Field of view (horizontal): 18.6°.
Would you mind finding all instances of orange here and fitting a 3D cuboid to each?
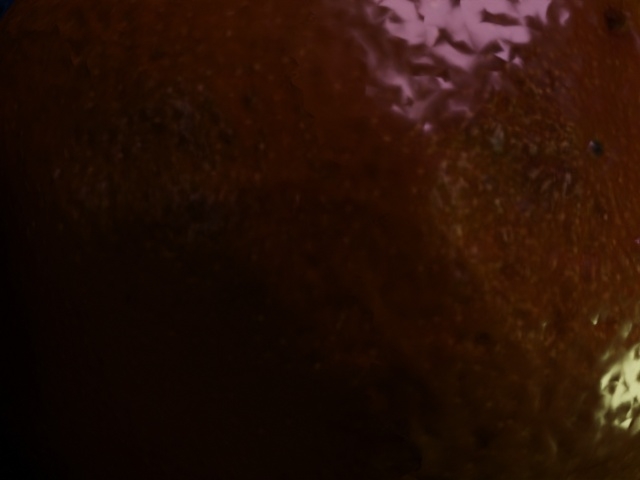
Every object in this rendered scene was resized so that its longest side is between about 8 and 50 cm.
[{"bbox_3d":[0.000,0.000,0.642,0.264,0.264,0.264,27,11,-6],"label":"orange"}]

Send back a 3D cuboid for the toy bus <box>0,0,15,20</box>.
[{"bbox_3d":[-0.152,-0.061,0.717,0.090,0.184,0.106,32,14,18],"label":"toy bus"}]
